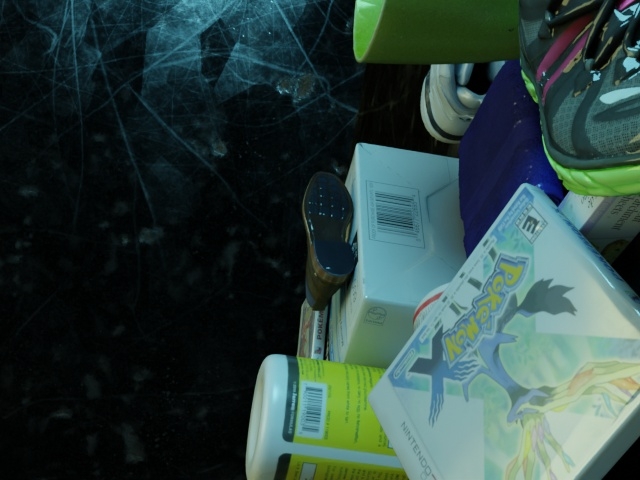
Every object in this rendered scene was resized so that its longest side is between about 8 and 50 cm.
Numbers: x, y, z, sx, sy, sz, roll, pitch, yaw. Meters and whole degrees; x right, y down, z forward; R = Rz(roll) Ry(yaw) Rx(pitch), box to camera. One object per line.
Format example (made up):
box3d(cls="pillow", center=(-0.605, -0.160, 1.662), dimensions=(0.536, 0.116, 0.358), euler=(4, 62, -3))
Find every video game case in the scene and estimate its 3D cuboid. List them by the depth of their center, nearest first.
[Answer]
box3d(cls="video game case", center=(0.195, 0.149, 1.081), dimensions=(0.329, 0.036, 0.300), euler=(-56, 35, 21))
box3d(cls="video game case", center=(-0.017, 0.169, 1.710), dimensions=(0.201, 0.023, 0.183), euler=(117, 159, -69))

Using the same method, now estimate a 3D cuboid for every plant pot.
box3d(cls="plant pot", center=(0.211, -0.326, 1.240), dimensions=(0.275, 0.293, 0.275), euler=(-172, 90, -83))

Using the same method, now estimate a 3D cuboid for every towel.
box3d(cls="towel", center=(0.267, -0.089, 1.440), dimensions=(0.228, 0.076, 0.308), euler=(116, 163, -44))

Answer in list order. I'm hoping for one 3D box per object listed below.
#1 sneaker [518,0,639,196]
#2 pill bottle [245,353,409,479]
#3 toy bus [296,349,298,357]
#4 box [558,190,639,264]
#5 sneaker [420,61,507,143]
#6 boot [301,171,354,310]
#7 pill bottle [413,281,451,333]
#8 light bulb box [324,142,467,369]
box3d(cls="sneaker", center=(0.262, -0.183, 0.924), dimensions=(0.483, 0.185, 0.202), euler=(-104, -2, -63))
box3d(cls="pill bottle", center=(0.073, 0.270, 1.443), dimensions=(0.188, 0.334, 0.188), euler=(-171, 90, -82))
box3d(cls="toy bus", center=(0.089, 0.252, 2.067), dimensions=(0.211, 0.220, 0.149), euler=(33, -111, -62))
box3d(cls="box", center=(0.293, -0.010, 1.137), dimensions=(0.324, 0.067, 0.063), euler=(112, 164, -57))
box3d(cls="sneaker", center=(0.242, -0.346, 1.662), dimensions=(0.210, 0.137, 0.366), euler=(171, 102, -81))
box3d(cls="boot", center=(0.000, 0.000, 1.561), dimensions=(0.106, 0.082, 0.219), euler=(112, 163, -44))
box3d(cls="pill bottle", center=(0.196, 0.200, 1.254), dimensions=(0.161, 0.161, 0.283), euler=(107, 168, -49))
box3d(cls="light bulb box", center=(0.126, 0.103, 1.660), dimensions=(0.358, 0.225, 0.361), euler=(-90, 12, -48))
